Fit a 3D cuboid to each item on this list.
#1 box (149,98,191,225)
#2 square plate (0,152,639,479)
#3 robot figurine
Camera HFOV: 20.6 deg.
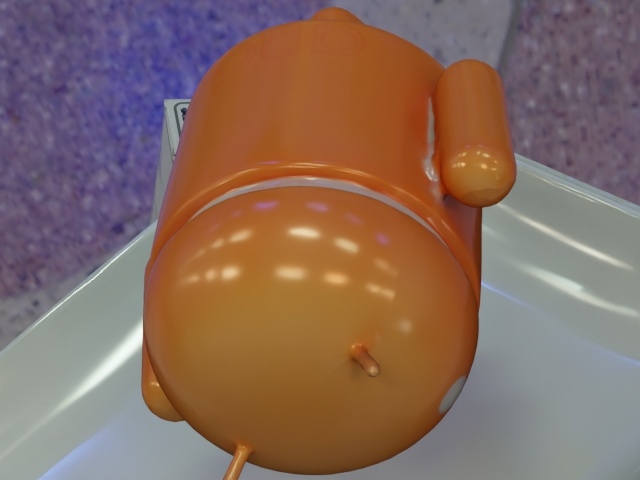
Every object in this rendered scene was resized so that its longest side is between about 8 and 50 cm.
[{"bbox_3d":[-0.084,0.051,1.365,0.087,0.290,0.169,-1,44,-14],"label":"box"},{"bbox_3d":[-0.005,0.087,0.788,0.347,0.049,0.344,-42,42,-18],"label":"square plate"},{"bbox_3d":[-0.001,0.001,0.682,0.158,0.128,0.219,-3,38,8],"label":"robot figurine"}]
